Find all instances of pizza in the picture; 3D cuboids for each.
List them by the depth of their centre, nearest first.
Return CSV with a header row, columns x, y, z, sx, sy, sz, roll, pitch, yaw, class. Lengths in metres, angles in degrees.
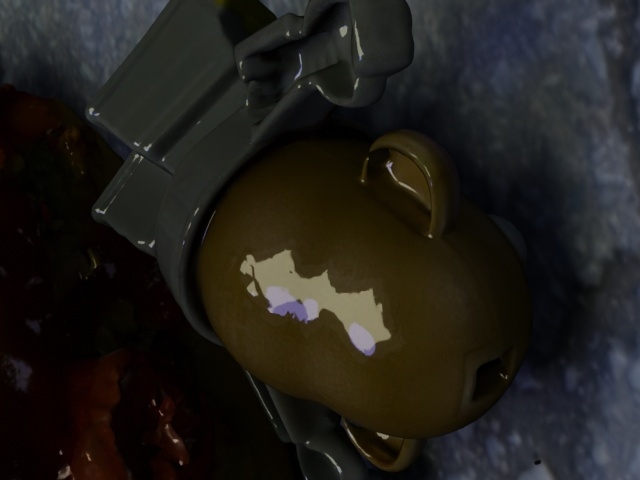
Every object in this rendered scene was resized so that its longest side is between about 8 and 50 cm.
x,y,z,sx,sy,sz,roll,pitch,yaw,class
-0.166,0.112,1.082,0.130,0.406,0.440,-37,78,35,pizza

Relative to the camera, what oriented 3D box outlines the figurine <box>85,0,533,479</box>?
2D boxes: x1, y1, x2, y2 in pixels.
x,y,z,sx,sy,sz,roll,pitch,yaw,class
-0.001,0.001,1.054,0.285,0.167,0.342,39,161,43,figurine
